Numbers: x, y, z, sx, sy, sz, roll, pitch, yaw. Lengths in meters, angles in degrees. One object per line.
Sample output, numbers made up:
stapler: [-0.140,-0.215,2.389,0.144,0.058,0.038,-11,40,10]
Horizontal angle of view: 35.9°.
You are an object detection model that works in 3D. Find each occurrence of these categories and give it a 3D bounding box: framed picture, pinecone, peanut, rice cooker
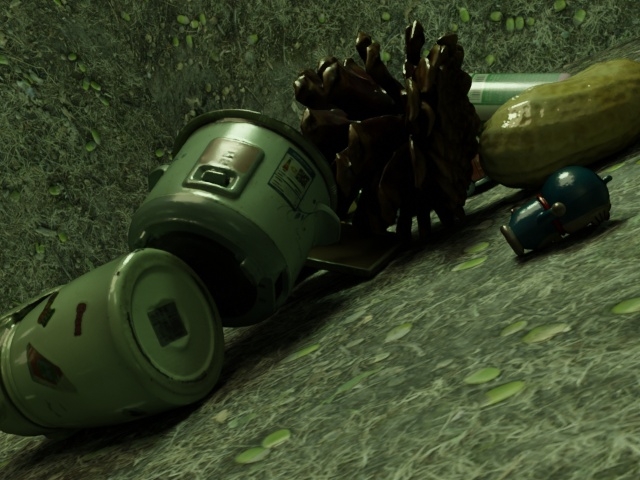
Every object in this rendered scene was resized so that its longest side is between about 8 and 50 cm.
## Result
framed picture: [0.000,0.000,1.637,0.260,0.023,0.189,10,23,22]
pinecone: [0.074,-0.170,1.611,0.384,0.384,0.384,-24,8,4]
peanut: [0.416,-0.193,1.632,0.340,0.158,0.174,-19,9,-3]
rice cooker: [-0.122,-0.039,1.440,0.317,0.264,0.316,-2,44,2]

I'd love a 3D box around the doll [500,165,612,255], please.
doll: [0.299,-0.038,1.236,0.152,0.085,0.114,-33,-4,7]

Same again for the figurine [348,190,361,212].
figurine: [0.007,-0.153,2.286,0.124,0.222,0.324,-27,9,1]

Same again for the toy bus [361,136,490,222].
toy bus: [0.206,-0.127,1.902,0.265,0.120,0.121,-21,10,29]

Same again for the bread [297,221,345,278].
bread: [-0.168,0.009,1.886,0.314,0.191,0.370,-31,9,-36]

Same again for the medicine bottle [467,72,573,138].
medicine bottle: [0.403,-0.252,1.876,0.274,0.133,0.133,4,21,26]

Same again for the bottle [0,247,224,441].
bottle: [-0.316,0.158,1.335,0.352,0.229,0.229,-23,8,31]
